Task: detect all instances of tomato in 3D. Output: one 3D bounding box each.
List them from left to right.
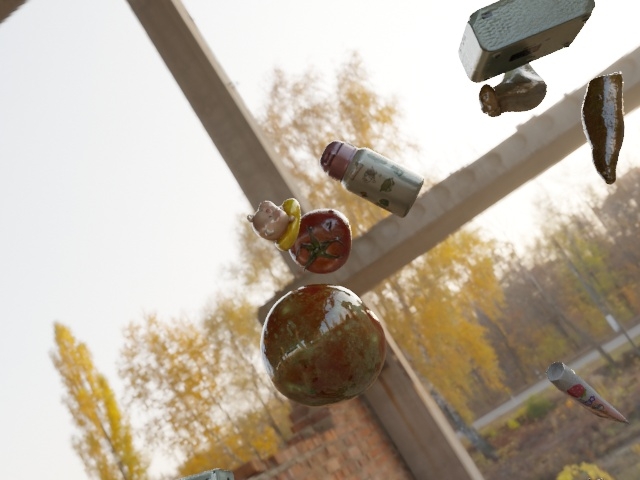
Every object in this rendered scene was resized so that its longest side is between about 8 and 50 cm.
[{"bbox_3d":[0.000,0.000,1.894,0.167,0.167,0.167,-30,-15,-9],"label":"tomato"},{"bbox_3d":[0.002,0.236,1.623,0.270,0.270,0.222,-42,14,34],"label":"tomato"}]

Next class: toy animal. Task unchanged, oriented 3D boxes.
[{"bbox_3d":[-0.086,-0.039,1.350,0.082,0.114,0.091,18,-81,-29],"label":"toy animal"}]

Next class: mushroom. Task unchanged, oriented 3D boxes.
[{"bbox_3d":[0.437,-0.333,1.742,0.225,0.116,0.093,-37,5,-31],"label":"mushroom"}]

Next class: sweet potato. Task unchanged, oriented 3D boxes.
[{"bbox_3d":[0.509,-0.202,1.382,0.077,0.243,0.077,10,-22,4],"label":"sweet potato"}]

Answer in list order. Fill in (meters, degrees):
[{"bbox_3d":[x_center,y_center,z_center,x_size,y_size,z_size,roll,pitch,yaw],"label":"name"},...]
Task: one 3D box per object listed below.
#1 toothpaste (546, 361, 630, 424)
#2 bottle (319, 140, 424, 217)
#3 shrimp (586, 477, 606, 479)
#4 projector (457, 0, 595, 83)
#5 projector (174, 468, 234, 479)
[{"bbox_3d":[0.484,0.285,1.394,0.067,0.194,0.042,-5,52,58],"label":"toothpaste"},{"bbox_3d":[0.120,-0.160,1.869,0.120,0.253,0.120,-62,-3,-5],"label":"bottle"},{"bbox_3d":[0.702,0.662,1.799,0.150,0.217,0.051,-57,-34,3],"label":"shrimp"},{"bbox_3d":[0.429,-0.442,1.619,0.251,0.108,0.198,-23,-8,0],"label":"projector"},{"bbox_3d":[-0.196,0.454,1.231,0.115,0.147,0.061,-21,-32,21],"label":"projector"}]
